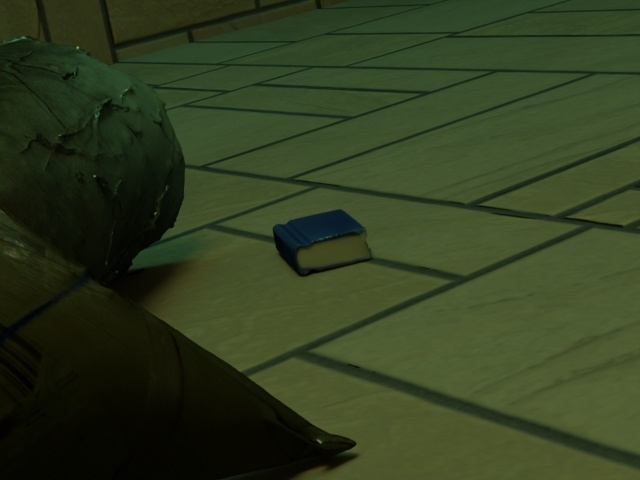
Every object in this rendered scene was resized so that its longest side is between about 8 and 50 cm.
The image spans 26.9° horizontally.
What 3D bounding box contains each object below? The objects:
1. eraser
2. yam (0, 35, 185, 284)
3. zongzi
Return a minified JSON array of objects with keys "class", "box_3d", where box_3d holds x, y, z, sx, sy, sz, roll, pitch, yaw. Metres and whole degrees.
[{"class":"eraser","box_3d":[0.000,0.000,1.099,0.063,0.027,0.084,-12,16,-11]},{"class":"yam","box_3d":[-0.252,-0.014,0.995,0.241,0.241,0.348,-8,18,11]},{"class":"zongzi","box_3d":[-0.112,0.108,0.591,0.289,0.123,0.260,31,25,-15]}]
